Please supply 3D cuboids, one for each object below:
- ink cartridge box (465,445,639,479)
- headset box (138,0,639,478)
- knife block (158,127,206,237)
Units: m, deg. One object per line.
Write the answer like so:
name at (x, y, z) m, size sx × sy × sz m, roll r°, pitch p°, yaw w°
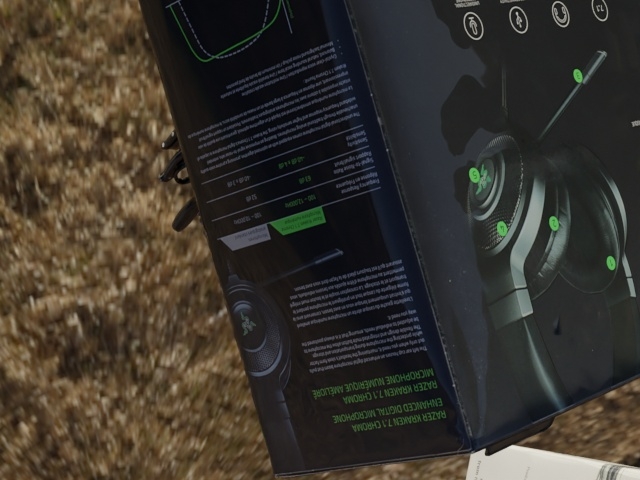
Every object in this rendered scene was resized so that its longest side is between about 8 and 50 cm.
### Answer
ink cartridge box at (0.236, 0.211, 1.026) m, size 0.172 × 0.237 × 0.100 m, roll 15°, pitch 83°, yaw -35°
headset box at (0.071, -0.040, 0.715) m, size 0.246 × 0.131 × 0.283 m, roll -17°, pitch 90°, yaw -44°
knife block at (-0.104, -0.096, 1.831) m, size 0.088 × 0.276 × 0.242 m, roll -3°, pitch 106°, yaw -33°
